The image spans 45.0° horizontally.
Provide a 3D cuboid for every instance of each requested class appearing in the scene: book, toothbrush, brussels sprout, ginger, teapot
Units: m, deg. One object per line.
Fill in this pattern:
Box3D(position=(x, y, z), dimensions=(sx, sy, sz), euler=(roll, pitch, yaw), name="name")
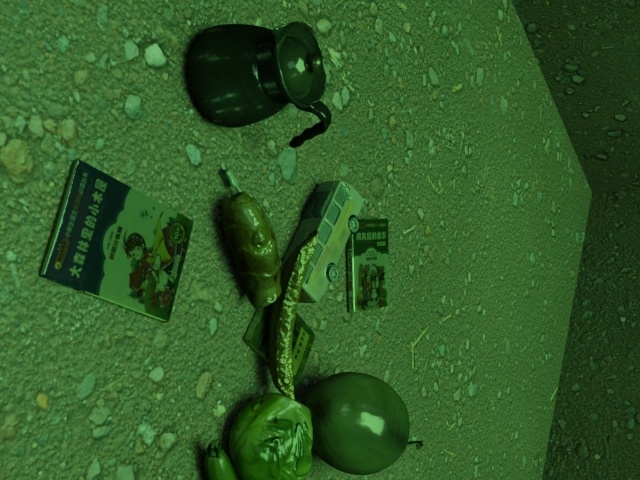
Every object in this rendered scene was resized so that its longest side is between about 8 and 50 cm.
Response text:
Box3D(position=(0.139, 0.069, 2.234), dimensions=(0.202, 0.027, 0.264), euler=(-3, 92, -55), name="book")
Box3D(position=(-0.157, -0.046, 1.808), dimensions=(0.030, 0.030, 0.304), euler=(-59, 134, -37), name="toothbrush")
Box3D(position=(-0.115, 0.461, 1.761), dimensions=(0.223, 0.161, 0.223), euler=(11, 71, -33), name="brussels sprout")
Box3D(position=(-0.152, 0.018, 1.739), dimensions=(0.109, 0.116, 0.263), euler=(-58, 140, -60), name="ginger")
Box3D(position=(-0.380, 0.011, 1.497), dimensions=(0.322, 0.018, 0.228), euler=(31, 64, -51), name="book")
Box3D(position=(-0.094, 0.238, 1.900), dimensions=(0.228, 0.024, 0.160), euler=(53, 47, -40), name="book")
Box3D(position=(-0.106, -0.327, 1.660), dimensions=(0.223, 0.285, 0.305), euler=(-34, 116, -50), name="teapot")

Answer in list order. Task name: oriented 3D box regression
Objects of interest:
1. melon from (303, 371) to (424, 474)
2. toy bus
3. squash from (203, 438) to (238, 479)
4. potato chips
Box3D(position=(0.091, 0.462, 1.968), dimensions=(0.272, 0.272, 0.308), euler=(-60, 141, -36), name="melon")
Box3D(position=(0.000, 0.000, 1.981), dimensions=(0.138, 0.097, 0.342), euler=(47, 54, -36), name="toy bus")
Box3D(position=(-0.210, 0.539, 1.692), dimensions=(0.066, 0.066, 0.252), euler=(-43, 123, -47), name="squash")
Box3D(position=(-0.073, 0.170, 1.817), dimensions=(0.080, 0.057, 0.407), euler=(8, 92, -20), name="potato chips")
